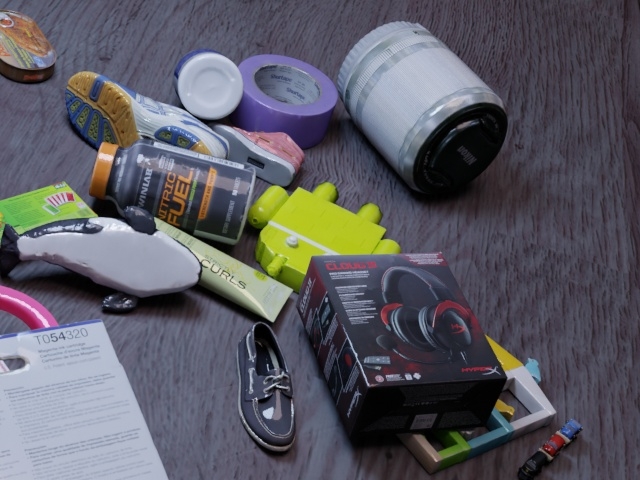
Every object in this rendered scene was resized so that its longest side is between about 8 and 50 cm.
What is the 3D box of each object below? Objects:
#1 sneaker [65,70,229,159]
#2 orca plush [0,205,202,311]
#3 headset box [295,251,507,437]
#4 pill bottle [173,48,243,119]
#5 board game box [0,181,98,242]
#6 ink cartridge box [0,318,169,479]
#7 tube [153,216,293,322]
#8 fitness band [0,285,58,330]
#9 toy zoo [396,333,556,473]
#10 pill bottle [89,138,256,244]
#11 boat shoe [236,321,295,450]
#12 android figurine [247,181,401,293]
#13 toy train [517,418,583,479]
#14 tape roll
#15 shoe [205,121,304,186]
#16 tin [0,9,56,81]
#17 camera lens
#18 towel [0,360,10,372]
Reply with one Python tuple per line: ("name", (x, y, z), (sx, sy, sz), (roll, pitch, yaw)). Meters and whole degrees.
("sneaker", (-0.289, -0.188, 2.193), (0.296, 0.112, 0.131), (33, 23, 13))
("orca plush", (-0.322, 0.028, 1.920), (0.287, 0.151, 0.102), (-6, 5, -11))
("headset box", (0.105, 0.133, 1.889), (0.218, 0.110, 0.293), (-1, 42, -22))
("pill bottle", (-0.198, -0.274, 2.271), (0.112, 0.112, 0.187), (10, 11, -13))
("board game box", (-0.433, -0.024, 1.953), (0.181, 0.043, 0.092), (-21, 52, -41))
("ink cartridge box", (-0.359, 0.268, 1.563), (0.324, 0.071, 0.330), (-8, 55, -31))
("tube", (-0.161, 0.043, 1.982), (0.240, 0.062, 0.070), (28, 77, 4))
("fitness band", (-0.473, 0.141, 1.681), (0.290, 0.054, 0.209), (-2, 43, -28))
("toy zoo", (0.214, 0.225, 1.940), (0.293, 0.030, 0.192), (-15, 49, -37))
("pill bottle", (-0.232, -0.082, 2.043), (0.245, 0.130, 0.130), (14, 38, -6))
("boat shoe", (-0.075, 0.198, 1.817), (0.075, 0.065, 0.206), (4, 40, -20))
("android figurine", (0.000, 0.000, 2.107), (0.248, 0.056, 0.273), (27, 36, 10))
("toy train", (0.335, 0.298, 1.896), (0.027, 0.036, 0.158), (37, 40, 21))
("tape roll", (-0.069, -0.250, 2.365), (0.189, 0.080, 0.189), (12, 39, -9))
("shoe", (-0.114, -0.160, 2.252), (0.178, 0.063, 0.081), (28, 36, 2))
("tin", (-0.537, -0.342, 2.310), (0.106, 0.040, 0.190), (-6, 44, -36))
("camera lens", (0.182, -0.234, 2.339), (0.219, 0.219, 0.274), (-11, 47, -34))
("towel", (-0.497, 0.177, 1.688), (0.197, 0.029, 0.144), (-17, 51, -38))
